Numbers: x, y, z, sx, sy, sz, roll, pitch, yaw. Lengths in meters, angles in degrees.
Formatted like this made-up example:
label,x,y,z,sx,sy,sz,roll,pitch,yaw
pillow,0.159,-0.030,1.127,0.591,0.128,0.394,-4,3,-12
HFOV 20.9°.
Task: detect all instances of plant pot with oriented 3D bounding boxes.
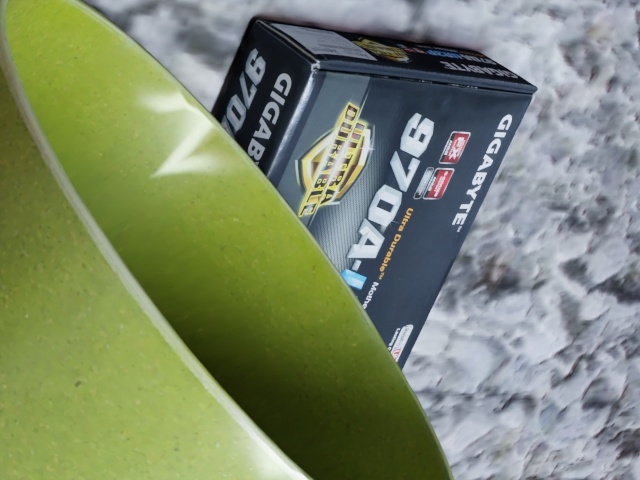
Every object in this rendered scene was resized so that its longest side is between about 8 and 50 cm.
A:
label,x,y,z,sx,sy,sz,roll,pitch,yaw
plant pot,-0.142,0.093,0.689,0.293,0.275,0.275,-38,146,11

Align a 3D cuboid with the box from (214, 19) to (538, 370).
label,x,y,z,sx,sy,sz,roll,pitch,yaw
box,0.000,0.000,0.897,0.175,0.051,0.220,2,120,-47
